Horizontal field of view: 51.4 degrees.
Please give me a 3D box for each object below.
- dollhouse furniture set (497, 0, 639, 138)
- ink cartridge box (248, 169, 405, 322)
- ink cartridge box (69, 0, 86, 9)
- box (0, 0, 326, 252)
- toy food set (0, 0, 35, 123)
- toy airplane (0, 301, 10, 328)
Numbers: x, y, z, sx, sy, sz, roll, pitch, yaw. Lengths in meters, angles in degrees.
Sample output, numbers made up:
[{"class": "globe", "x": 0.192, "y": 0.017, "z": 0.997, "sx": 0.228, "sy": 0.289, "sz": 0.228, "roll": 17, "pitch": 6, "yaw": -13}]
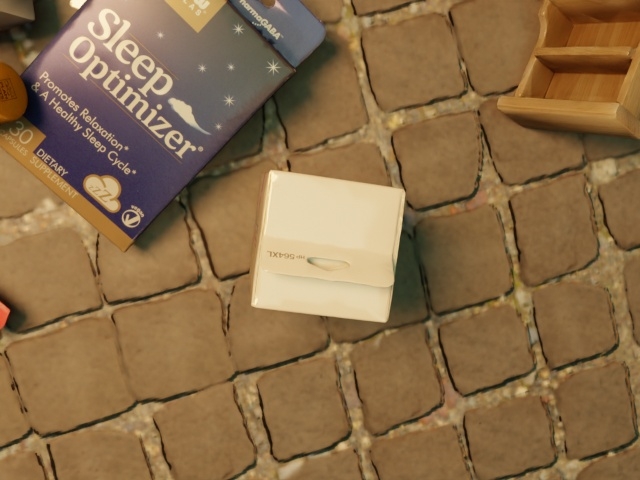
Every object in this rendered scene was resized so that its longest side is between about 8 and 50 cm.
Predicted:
[{"class": "dollhouse furniture set", "x": 0.141, "y": -0.193, "z": 0.446, "sx": 0.242, "sy": 0.212, "sz": 0.161, "roll": 22, "pitch": 90, "yaw": -36}, {"class": "ink cartridge box", "x": 0.000, "y": 0.000, "z": 0.473, "sx": 0.092, "sy": 0.143, "sz": 0.090, "roll": 7, "pitch": 94, "yaw": -8}, {"class": "ink cartridge box", "x": -0.137, "y": -0.177, "z": 0.498, "sx": 0.083, "sy": 0.028, "sz": 0.048, "roll": 22, "pitch": 93, "yaw": -9}, {"class": "box", "x": -0.117, "y": -0.117, "z": 0.479, "sx": 0.136, "sy": 0.036, "sz": 0.225, "roll": 43, "pitch": 98, "yaw": -12}, {"class": "toy food set", "x": -0.272, "y": -0.184, "z": 0.428, "sx": 0.104, "sy": 0.111, "sz": 0.232, "roll": -7, "pitch": 94, "yaw": 22}, {"class": "toy airplane", "x": -0.308, "y": 0.042, "z": 0.494, "sx": 0.151, "sy": 0.028, "sz": 0.151, "roll": 0, "pitch": 94, "yaw": -6}]
